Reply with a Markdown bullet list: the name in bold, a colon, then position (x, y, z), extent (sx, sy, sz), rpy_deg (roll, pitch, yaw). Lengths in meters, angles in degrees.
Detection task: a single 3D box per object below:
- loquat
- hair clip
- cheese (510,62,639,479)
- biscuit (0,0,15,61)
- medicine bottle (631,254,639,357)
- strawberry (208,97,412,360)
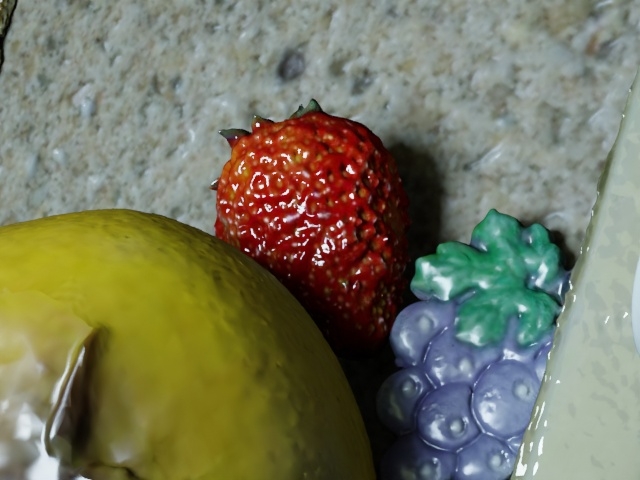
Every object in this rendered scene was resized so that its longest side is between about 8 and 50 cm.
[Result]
- **loquat**: position (-0.132, 0.151, 1.050), extent (0.328, 0.359, 0.328), rpy_deg (0, 84, -4)
- **hair clip**: position (0.098, 0.076, 1.066), extent (0.124, 0.052, 0.195), rpy_deg (10, 74, 12)
- **cheese**: position (0.186, 0.001, 1.018), extent (0.085, 0.034, 0.400), rpy_deg (14, 79, 24)
- **biscuit**: position (-0.309, -0.102, 1.452), extent (0.131, 0.025, 0.231), rpy_deg (-2, 72, 37)
- **medicine bottle**: position (0.284, 0.046, 0.872), extent (0.252, 0.144, 0.144), rpy_deg (25, 89, 42)
- **strawberry**: position (-0.007, -0.001, 1.124), extent (0.131, 0.131, 0.148), rpy_deg (-12, 63, 34)
